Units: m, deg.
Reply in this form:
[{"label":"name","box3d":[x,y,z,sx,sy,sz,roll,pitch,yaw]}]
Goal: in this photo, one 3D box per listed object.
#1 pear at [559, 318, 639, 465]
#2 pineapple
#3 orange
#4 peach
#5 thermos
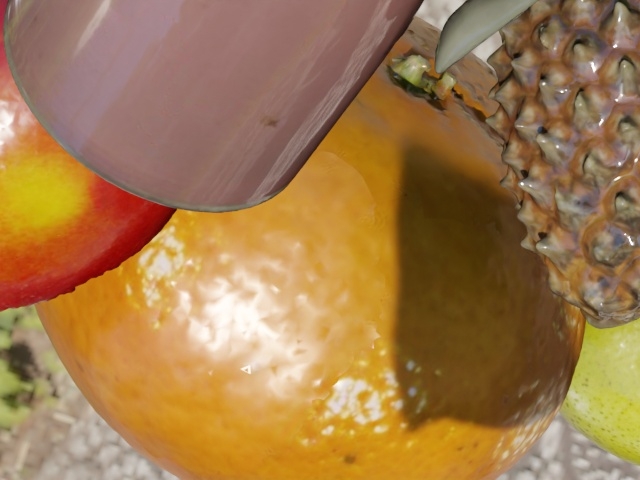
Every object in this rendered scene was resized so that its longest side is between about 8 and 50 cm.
[{"label":"pear","box3d":[0.329,0.082,1.523,0.294,0.294,0.294,-33,45,41]},{"label":"pineapple","box3d":[0.158,-0.136,0.945,0.175,0.175,0.361,-28,78,44]},{"label":"orange","box3d":[0.000,0.000,1.166,0.326,0.424,0.424,-54,34,25]},{"label":"peach","box3d":[-0.170,-0.059,0.941,0.226,0.190,0.196,-55,-3,22]},{"label":"thermos","box3d":[0.006,-0.134,0.613,0.265,0.176,0.146,-46,5,42]}]
